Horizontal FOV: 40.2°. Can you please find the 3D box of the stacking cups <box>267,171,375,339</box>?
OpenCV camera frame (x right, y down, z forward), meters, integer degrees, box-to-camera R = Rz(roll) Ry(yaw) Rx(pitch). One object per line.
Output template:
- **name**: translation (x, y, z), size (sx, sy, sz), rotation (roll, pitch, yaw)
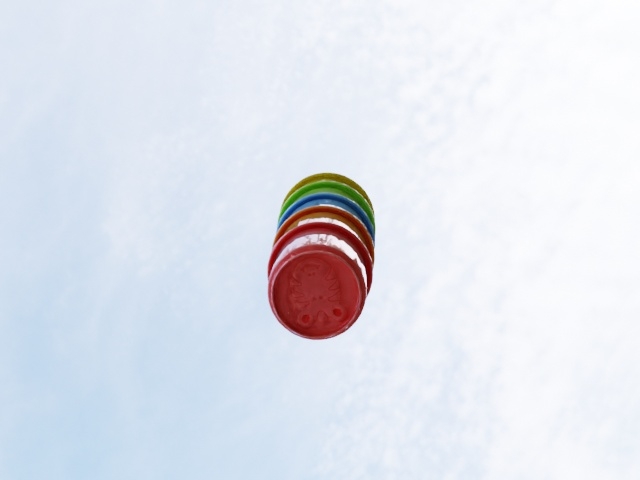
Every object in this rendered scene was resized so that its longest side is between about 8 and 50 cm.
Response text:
- **stacking cups**: translation (0.000, 0.000, 0.701), size (0.096, 0.316, 0.096), rotation (0, -83, 2)
